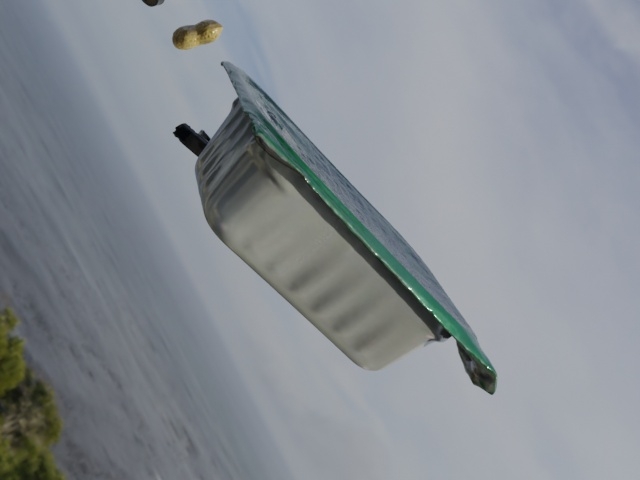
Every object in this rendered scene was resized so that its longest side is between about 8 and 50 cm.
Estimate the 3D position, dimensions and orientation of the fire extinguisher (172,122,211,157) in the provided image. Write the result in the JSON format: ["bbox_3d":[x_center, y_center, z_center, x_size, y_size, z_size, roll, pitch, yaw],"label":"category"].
[{"bbox_3d":[-0.046,-0.054,1.090,0.138,0.102,0.344,48,12,34],"label":"fire extinguisher"}]

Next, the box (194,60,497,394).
[{"bbox_3d":[0.000,0.000,0.848,0.337,0.106,0.264,44,8,-25],"label":"box"}]

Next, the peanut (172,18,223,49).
[{"bbox_3d":[-0.246,-0.411,1.793,0.054,0.113,0.053,-12,90,-69],"label":"peanut"}]

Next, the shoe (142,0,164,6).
[{"bbox_3d":[-0.230,-0.418,1.243,0.071,0.049,0.179,23,-53,39],"label":"shoe"}]
